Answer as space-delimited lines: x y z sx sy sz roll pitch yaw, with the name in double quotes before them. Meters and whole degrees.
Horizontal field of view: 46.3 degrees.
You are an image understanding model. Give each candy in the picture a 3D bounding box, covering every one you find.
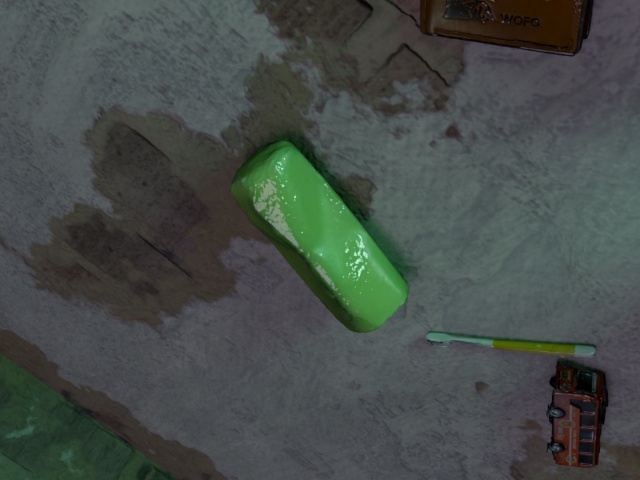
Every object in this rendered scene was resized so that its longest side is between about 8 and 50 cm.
"candy" 0.000 0.000 1.196 0.343 0.132 0.142 50 179 -20

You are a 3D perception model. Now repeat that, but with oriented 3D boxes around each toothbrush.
"toothbrush" 0.314 0.178 1.263 0.288 0.021 0.024 1 143 31

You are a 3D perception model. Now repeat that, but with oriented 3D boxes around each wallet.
"wallet" 0.201 -0.288 0.824 0.195 0.042 0.161 12 138 20

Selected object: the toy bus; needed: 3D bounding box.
"toy bus" 0.438 0.305 1.288 0.096 0.073 0.235 2 134 17
